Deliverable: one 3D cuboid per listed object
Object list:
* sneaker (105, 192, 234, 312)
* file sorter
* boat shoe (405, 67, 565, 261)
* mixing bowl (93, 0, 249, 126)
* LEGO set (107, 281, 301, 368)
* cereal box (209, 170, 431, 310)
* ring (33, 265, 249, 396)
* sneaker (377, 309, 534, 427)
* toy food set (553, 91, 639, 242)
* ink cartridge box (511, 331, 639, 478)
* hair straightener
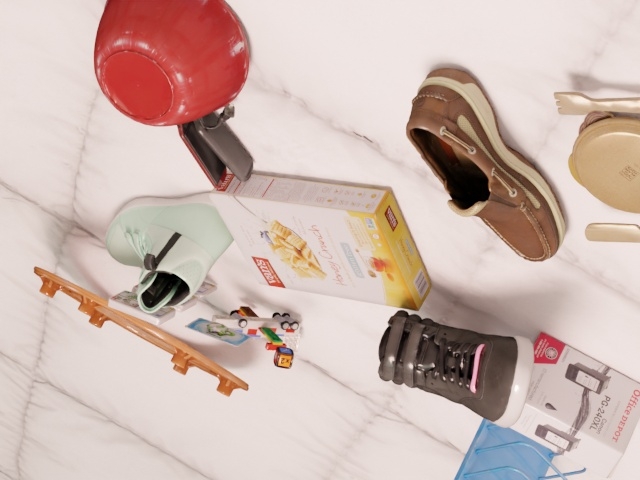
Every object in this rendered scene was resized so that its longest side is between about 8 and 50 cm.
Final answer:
[{"bbox_3d":[-0.222,0.024,2.205,0.256,0.151,0.094,-13,127,49],"label":"sneaker"},{"bbox_3d":[0.254,0.289,2.143,0.118,0.170,0.104,45,143,-19],"label":"file sorter"},{"bbox_3d":[0.165,-0.057,1.817,0.095,0.095,0.257,-8,131,46],"label":"boat shoe"},{"bbox_3d":[-0.179,-0.193,1.887,0.181,0.098,0.181,14,130,18],"label":"mixing bowl"},{"bbox_3d":[-0.132,0.113,2.234,0.244,0.182,0.060,19,108,16],"label":"LEGO set"},{"bbox_3d":[0.000,0.000,2.079,0.240,0.047,0.173,7,142,33],"label":"cereal box"},{"bbox_3d":[-0.249,0.129,2.361,0.336,0.032,0.336,28,172,4],"label":"ring"},{"bbox_3d":[0.146,0.144,1.989,0.147,0.105,0.296,14,178,-10],"label":"sneaker"},{"bbox_3d":[0.309,-0.080,1.729,0.132,0.038,0.192,4,133,27],"label":"toy food set"},{"bbox_3d":[0.299,0.193,2.029,0.150,0.109,0.063,27,141,7],"label":"ink cartridge box"},{"bbox_3d":[-0.136,-0.160,1.998,0.089,0.047,0.230,-9,125,31],"label":"hair straightener"}]
